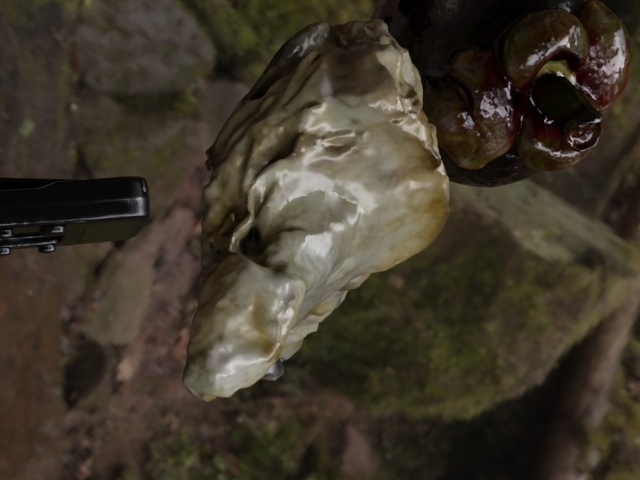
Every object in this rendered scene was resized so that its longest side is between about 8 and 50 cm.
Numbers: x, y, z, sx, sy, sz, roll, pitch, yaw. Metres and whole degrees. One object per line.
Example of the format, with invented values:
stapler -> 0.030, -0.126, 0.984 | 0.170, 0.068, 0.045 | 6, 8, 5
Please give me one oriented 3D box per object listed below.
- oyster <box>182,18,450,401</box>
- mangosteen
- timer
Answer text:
oyster -> 0.000, 0.000, 0.563 | 0.163, 0.081, 0.191 | 100, 18, -45
mangosteen -> 0.150, -0.136, 1.265 | 0.211, 0.250, 0.211 | -12, 116, -25
timer -> -0.227, -0.022, 1.179 | 0.187, 0.055, 0.144 | -4, 175, -13
